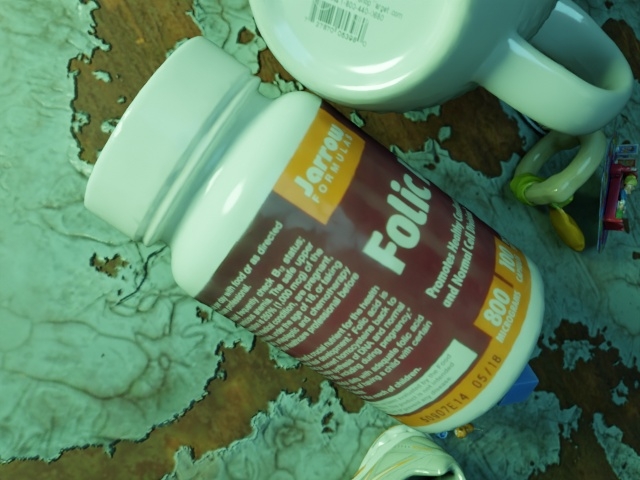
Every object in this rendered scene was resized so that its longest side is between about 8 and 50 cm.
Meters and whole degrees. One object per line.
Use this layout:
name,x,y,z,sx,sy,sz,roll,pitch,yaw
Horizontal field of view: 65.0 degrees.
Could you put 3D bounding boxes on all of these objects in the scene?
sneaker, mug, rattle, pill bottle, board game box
sneaker,0.050,0.314,0.537,0.099,0.121,0.262,47,73,-8
mug,0.124,-0.235,0.460,0.374,0.276,0.328,37,43,0
rattle,0.363,-0.108,0.673,0.142,0.130,0.200,35,78,-1
pill bottle,0.000,0.000,0.497,0.392,0.224,0.224,34,75,-13
board game box,0.411,-0.062,0.687,0.133,0.033,0.169,-42,129,-42

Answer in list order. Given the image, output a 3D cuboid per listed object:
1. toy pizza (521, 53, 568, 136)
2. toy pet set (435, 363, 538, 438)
toy pizza,0.364,-0.245,0.742,0.201,0.032,0.202,2,84,-18
toy pet set,0.206,0.187,0.630,0.114,0.065,0.122,-2,86,-18
